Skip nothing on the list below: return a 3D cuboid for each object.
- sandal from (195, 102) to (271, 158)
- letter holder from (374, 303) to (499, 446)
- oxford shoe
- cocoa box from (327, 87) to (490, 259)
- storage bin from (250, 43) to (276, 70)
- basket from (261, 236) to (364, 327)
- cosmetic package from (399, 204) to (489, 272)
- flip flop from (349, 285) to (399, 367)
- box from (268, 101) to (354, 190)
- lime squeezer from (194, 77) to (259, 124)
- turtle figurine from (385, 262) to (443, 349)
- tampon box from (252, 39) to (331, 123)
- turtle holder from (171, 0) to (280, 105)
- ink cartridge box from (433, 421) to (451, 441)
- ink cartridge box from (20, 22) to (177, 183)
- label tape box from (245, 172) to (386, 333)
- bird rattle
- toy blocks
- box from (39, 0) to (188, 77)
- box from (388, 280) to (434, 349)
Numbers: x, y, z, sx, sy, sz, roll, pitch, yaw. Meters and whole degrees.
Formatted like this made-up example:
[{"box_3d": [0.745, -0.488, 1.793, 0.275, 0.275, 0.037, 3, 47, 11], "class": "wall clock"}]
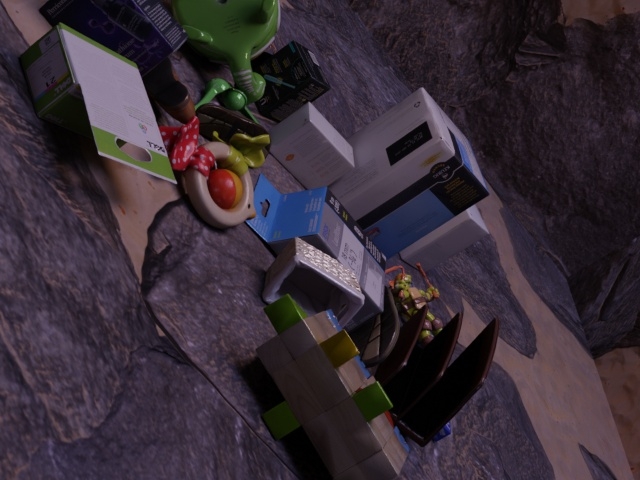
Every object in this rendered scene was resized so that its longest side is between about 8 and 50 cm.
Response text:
[{"box_3d": [-0.188, -0.229, 1.984, 0.219, 0.090, 0.060, 25, 15, -43], "class": "sandal"}, {"box_3d": [0.244, 0.240, 1.958, 0.152, 0.214, 0.302, 39, 27, -1], "class": "letter holder"}, {"box_3d": [-0.296, -0.286, 1.805, 0.212, 0.076, 0.076, 56, -4, 42], "class": "oxford shoe"}, {"box_3d": [0.192, -0.150, 2.303, 0.228, 0.347, 0.231, 42, 24, -35], "class": "cocoa box"}, {"box_3d": [-0.168, -0.466, 2.345, 0.091, 0.098, 0.135, 52, 18, 17], "class": "storage bin"}, {"box_3d": [-0.015, 0.087, 1.793, 0.167, 0.113, 0.103, 33, 22, -20], "class": "basket"}, {"box_3d": [0.312, -0.070, 2.626, 0.138, 0.225, 0.224, 29, 34, -50], "class": "cosmetic package"}, {"box_3d": [0.122, 0.189, 2.019, 0.277, 0.112, 0.080, -86, 153, -66], "class": "flip flop"}, {"box_3d": [-0.022, -0.216, 2.234, 0.170, 0.130, 0.091, 45, 24, -29], "class": "box"}, {"box_3d": [-0.196, -0.296, 2.071, 0.310, 0.059, 0.110, 14, 46, -62], "class": "lime squeezer"}, {"box_3d": [0.221, 0.156, 2.205, 0.269, 0.087, 0.217, 14, 43, -62], "class": "turtle figurine"}, {"box_3d": [-0.081, -0.384, 2.305, 0.101, 0.161, 0.120, 16, 46, -60], "class": "tampon box"}, {"box_3d": [-0.186, -0.496, 2.132, 0.320, 0.243, 0.227, 46, -2, 7], "class": "turtle holder"}, {"box_3d": [0.240, 0.343, 2.112, 0.097, 0.046, 0.207, 47, 23, -22], "class": "ink cartridge box"}, {"box_3d": [-0.355, -0.195, 1.514, 0.189, 0.097, 0.255, 22, 41, -57], "class": "ink cartridge box"}, {"box_3d": [0.000, 0.000, 1.999, 0.333, 0.106, 0.240, 50, 21, -18], "class": "label tape box"}, {"box_3d": [-0.190, -0.125, 1.748, 0.253, 0.143, 0.206, -8, 82, -64], "class": "bird rattle"}, {"box_3d": [0.034, 0.270, 1.621, 0.381, 0.191, 0.261, 58, 9, 6], "class": "toy blocks"}, {"box_3d": [-0.367, -0.389, 1.693, 0.207, 0.153, 0.108, 49, 22, -17], "class": "box"}, {"box_3d": [0.229, 0.180, 2.315, 0.059, 0.054, 0.169, 21, 41, -57], "class": "box"}]
